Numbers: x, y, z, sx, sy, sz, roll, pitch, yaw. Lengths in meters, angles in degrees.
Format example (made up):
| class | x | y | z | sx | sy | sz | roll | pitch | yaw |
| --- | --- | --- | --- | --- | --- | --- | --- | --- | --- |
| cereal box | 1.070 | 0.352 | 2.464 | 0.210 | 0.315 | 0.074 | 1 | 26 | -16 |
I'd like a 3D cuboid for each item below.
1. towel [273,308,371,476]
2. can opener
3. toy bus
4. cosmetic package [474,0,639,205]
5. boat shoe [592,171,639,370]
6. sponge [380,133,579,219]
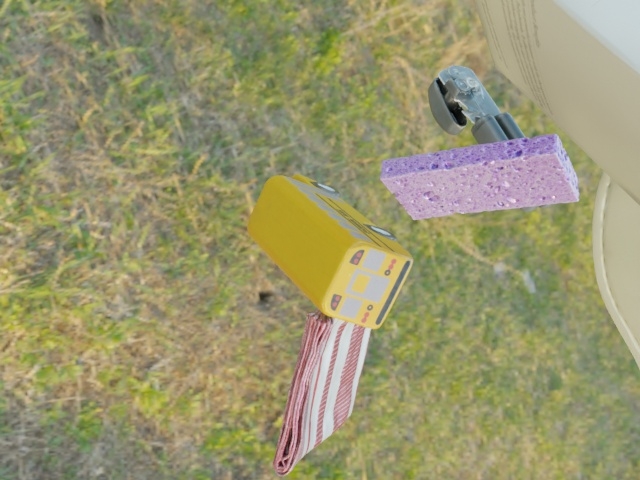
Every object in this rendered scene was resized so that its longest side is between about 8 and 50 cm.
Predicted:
| class | x | y | z | sx | sy | sz | roll | pitch | yaw |
| --- | --- | --- | --- | --- | --- | --- | --- | --- | --- |
| towel | 0.021 | 0.205 | 1.448 | 0.329 | 0.037 | 0.237 | -12 | 116 | -71 |
| can opener | 0.263 | -0.155 | 1.477 | 0.076 | 0.095 | 0.283 | -12 | 64 | -35 |
| toy bus | 0.000 | 0.000 | 1.293 | 0.130 | 0.333 | 0.108 | 18 | 103 | -31 |
| cosmetic package | 0.262 | -0.108 | 0.630 | 0.365 | 0.155 | 0.197 | 53 | 0 | 33 |
| boat shoe | 0.337 | 0.065 | 0.860 | 0.097 | 0.117 | 0.324 | -22 | 93 | -55 |
| sponge | 0.189 | -0.072 | 1.116 | 0.117 | 0.210 | 0.031 | 45 | 45 | -54 |
